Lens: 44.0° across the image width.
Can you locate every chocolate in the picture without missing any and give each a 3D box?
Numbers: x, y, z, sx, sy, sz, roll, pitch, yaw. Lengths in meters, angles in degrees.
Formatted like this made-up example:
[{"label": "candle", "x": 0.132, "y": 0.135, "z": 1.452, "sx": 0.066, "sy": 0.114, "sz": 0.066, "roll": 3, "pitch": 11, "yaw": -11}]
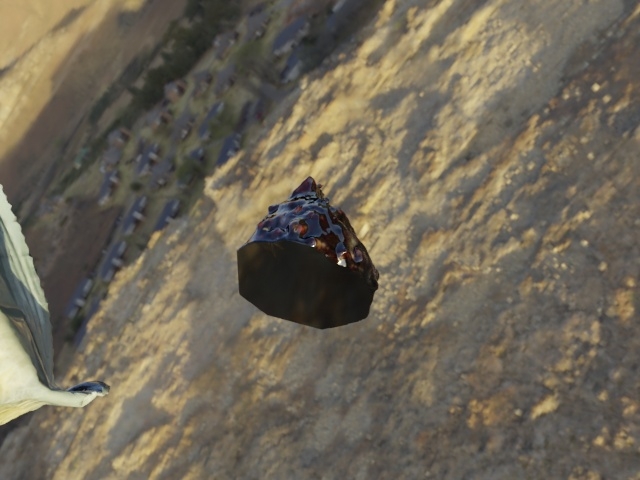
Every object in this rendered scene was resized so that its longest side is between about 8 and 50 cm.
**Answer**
[{"label": "chocolate", "x": 0.000, "y": 0.000, "z": 1.193, "sx": 0.224, "sy": 0.206, "sz": 0.177, "roll": 95, "pitch": -169, "yaw": -56}]

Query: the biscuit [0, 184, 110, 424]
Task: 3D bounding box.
[{"label": "biscuit", "x": -0.304, "y": 0.088, "z": 0.461, "sx": 0.309, "sy": 0.186, "sz": 0.079, "roll": -29, "pitch": -13, "yaw": -18}]
